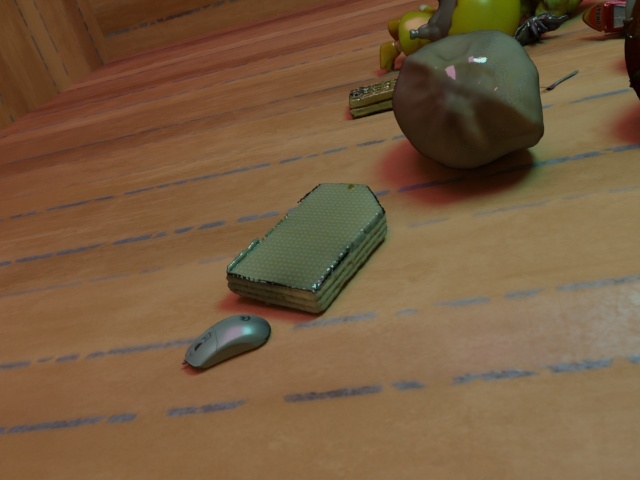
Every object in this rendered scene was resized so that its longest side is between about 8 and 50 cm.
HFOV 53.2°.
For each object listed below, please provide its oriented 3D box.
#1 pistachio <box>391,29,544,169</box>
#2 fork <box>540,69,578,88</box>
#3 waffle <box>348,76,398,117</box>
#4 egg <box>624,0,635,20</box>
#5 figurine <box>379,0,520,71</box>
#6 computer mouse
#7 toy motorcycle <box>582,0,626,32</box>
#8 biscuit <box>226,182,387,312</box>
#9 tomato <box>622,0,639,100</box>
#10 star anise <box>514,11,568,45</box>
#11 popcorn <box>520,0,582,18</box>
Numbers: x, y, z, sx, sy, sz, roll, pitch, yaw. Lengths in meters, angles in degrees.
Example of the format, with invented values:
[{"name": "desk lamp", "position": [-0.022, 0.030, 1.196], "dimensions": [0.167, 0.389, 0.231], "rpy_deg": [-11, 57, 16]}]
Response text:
[{"name": "pistachio", "position": [0.222, -0.215, 0.988], "dimensions": [0.226, 0.208, 0.332], "rpy_deg": [25, 7, -12]}, {"name": "fork", "position": [0.452, -0.302, 1.208], "dimensions": [0.115, 0.012, 0.016], "rpy_deg": [-28, 33, -29]}, {"name": "waffle", "position": [0.133, -0.310, 1.368], "dimensions": [0.148, 0.042, 0.102], "rpy_deg": [-11, 28, 12]}, {"name": "egg", "position": [0.698, -0.416, 1.038], "dimensions": [0.371, 0.230, 0.230], "rpy_deg": [-6, 29, 29]}, {"name": "figurine", "position": [0.294, -0.495, 1.483], "dimensions": [0.343, 0.215, 0.187], "rpy_deg": [-6, -17, 43]}, {"name": "computer mouse", "position": [-0.113, 0.113, 0.744], "dimensions": [0.110, 0.032, 0.056], "rpy_deg": [-23, 27, -11]}, {"name": "toy motorcycle", "position": [0.686, -0.456, 1.267], "dimensions": [0.171, 0.089, 0.298], "rpy_deg": [-28, 29, -17]}, {"name": "biscuit", "position": [0.000, 0.000, 0.866], "dimensions": [0.150, 0.052, 0.252], "rpy_deg": [7, 37, 32]}, {"name": "tomato", "position": [0.573, -0.283, 0.852], "dimensions": [0.239, 0.304, 0.303], "rpy_deg": [-19, 23, -39]}, {"name": "star anise", "position": [0.502, -0.488, 1.464], "dimensions": [0.129, 0.056, 0.124], "rpy_deg": [-17, 26, 35]}, {"name": "popcorn", "position": [0.547, -0.663, 1.580], "dimensions": [0.241, 0.235, 0.250], "rpy_deg": [-30, 47, -26]}]
